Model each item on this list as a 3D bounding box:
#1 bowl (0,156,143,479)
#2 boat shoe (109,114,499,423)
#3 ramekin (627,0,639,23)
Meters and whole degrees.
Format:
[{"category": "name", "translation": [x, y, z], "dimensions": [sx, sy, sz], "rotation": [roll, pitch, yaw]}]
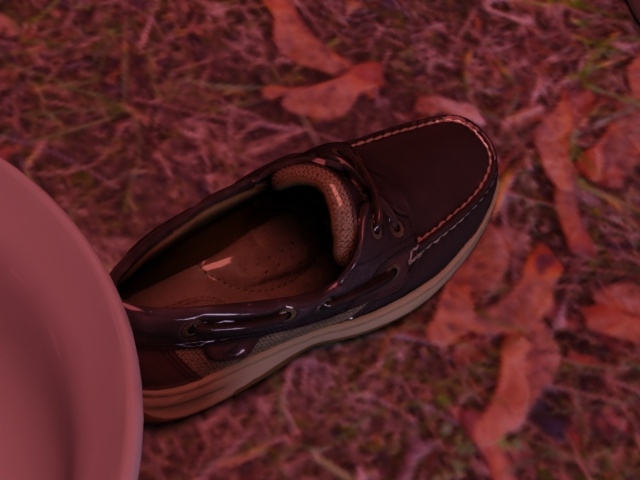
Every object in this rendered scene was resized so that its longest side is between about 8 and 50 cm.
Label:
[{"category": "bowl", "translation": [-0.200, 0.094, 0.422], "dimensions": [0.297, 0.134, 0.298], "rotation": [2, 46, -2]}, {"category": "boat shoe", "translation": [-0.001, -0.001, 0.585], "dimensions": [0.223, 0.073, 0.080], "rotation": [-29, 68, -28]}, {"category": "ramekin", "translation": [0.276, -0.172, 0.745], "dimensions": [0.207, 0.109, 0.207], "rotation": [6, 56, -10]}]
